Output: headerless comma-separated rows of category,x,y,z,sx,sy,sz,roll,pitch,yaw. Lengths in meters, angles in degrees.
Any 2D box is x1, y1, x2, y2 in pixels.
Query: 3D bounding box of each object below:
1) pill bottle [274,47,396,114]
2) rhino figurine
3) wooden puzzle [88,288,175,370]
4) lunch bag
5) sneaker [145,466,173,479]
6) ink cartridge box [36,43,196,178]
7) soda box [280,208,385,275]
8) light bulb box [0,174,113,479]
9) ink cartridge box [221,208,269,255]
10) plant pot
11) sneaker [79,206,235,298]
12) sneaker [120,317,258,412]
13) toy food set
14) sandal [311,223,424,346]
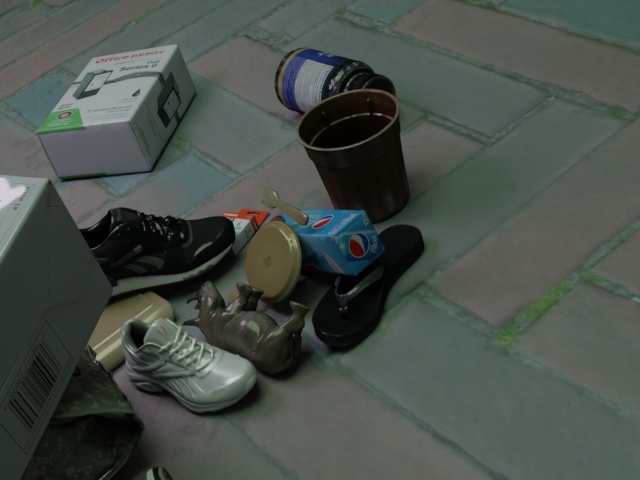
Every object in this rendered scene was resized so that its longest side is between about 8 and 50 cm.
pill bottle,0.028,-0.274,1.913,0.123,0.122,0.219,-39,41,-25
rhino figurine,-0.114,0.115,1.496,0.243,0.073,0.106,16,85,40
wooden puzzle,-0.372,0.133,1.639,0.221,0.044,0.239,-38,44,-25
lunch bag,-0.395,0.248,1.378,0.287,0.169,0.235,-34,35,-17
sneaker,-0.148,0.323,1.263,0.075,0.063,0.170,-34,43,-18
ink cartridge box,-0.399,-0.258,2.092,0.211,0.121,0.289,-5,38,19
soda box,0.000,0.000,1.558,0.067,0.071,0.210,-39,22,-24
light bulb box,-0.502,0.110,1.239,0.361,0.225,0.358,6,51,20
ink cartridge box,-0.140,-0.024,1.741,0.063,0.029,0.115,7,44,32
plant pot,0.063,-0.126,1.666,0.167,0.165,0.167,-12,37,10
sneaker,-0.273,0.002,1.631,0.283,0.124,0.107,-18,38,-9
sneaker,-0.194,0.162,1.448,0.232,0.115,0.090,6,43,31
toy food set,-0.065,0.030,1.552,0.038,0.192,0.132,6,19,-42
sandal,0.062,0.053,1.523,0.097,0.054,0.254,7,43,32
